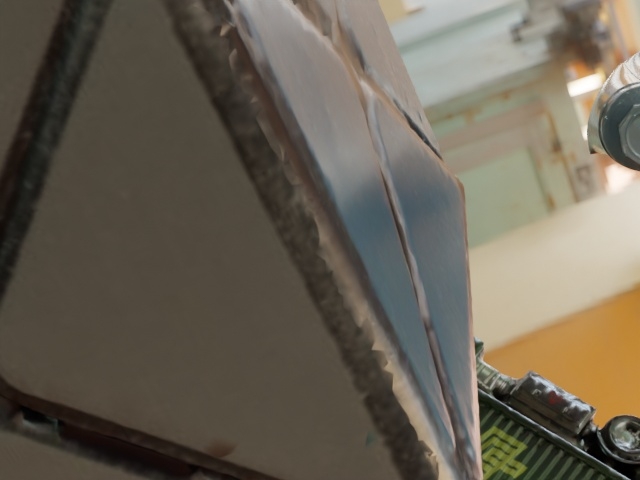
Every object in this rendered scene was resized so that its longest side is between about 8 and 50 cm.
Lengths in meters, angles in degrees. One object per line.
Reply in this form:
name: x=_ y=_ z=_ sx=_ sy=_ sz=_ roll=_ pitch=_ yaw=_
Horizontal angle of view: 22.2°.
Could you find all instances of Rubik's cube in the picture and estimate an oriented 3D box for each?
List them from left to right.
Rubik's cube: x=-0.099 y=-0.021 z=0.570 sx=0.255 sy=0.260 sz=0.259 roll=-17 pitch=30 yaw=13

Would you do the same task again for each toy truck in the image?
toy truck: x=0.111 y=0.137 z=0.906 sx=0.259 sy=0.088 sz=0.121 roll=30 pitch=52 yaw=20

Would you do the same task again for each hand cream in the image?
hand cream: x=0.161 y=-0.064 z=0.845 sx=0.043 sy=0.065 sz=0.170 roll=25 pitch=11 yaw=-2
